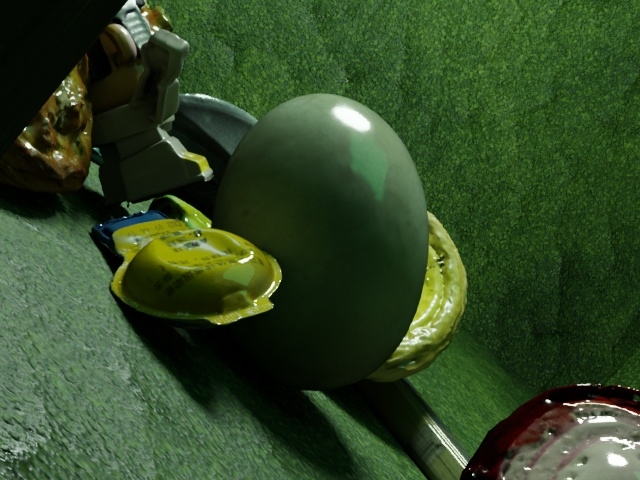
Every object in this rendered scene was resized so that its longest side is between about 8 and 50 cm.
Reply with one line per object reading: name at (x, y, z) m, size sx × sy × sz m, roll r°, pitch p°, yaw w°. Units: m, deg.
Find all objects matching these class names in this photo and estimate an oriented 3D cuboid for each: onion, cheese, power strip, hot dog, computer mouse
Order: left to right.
hot dog at (-0.309, -0.144, 1.221) m, size 0.272 × 0.122 × 0.196 m, roll -61°, pitch 146°, yaw -88°
cheese at (-0.146, 0.023, 1.221) m, size 0.177 × 0.069 × 0.270 m, roll -18°, pitch 33°, yaw -31°
computer mouse at (-0.176, -0.149, 1.914) m, size 0.203 × 0.114 × 0.374 m, roll 0°, pitch -30°, yaw 38°
power strip at (0.127, 0.244, 1.661) m, size 0.092 × 0.066 × 0.387 m, roll 39°, pitch 6°, yaw -46°
onion at (0.286, 0.309, 1.101) m, size 0.341 × 0.341 × 0.341 m, roll 42°, pitch 6°, yaw -6°

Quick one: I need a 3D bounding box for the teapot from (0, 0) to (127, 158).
teapot at (-0.275, -0.184, 0.826) m, size 0.270 × 0.337 × 0.200 m, roll 41°, pitch 6°, yaw -3°

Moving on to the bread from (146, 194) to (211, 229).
bread at (-0.167, 0.001, 1.448) m, size 0.130 × 0.071 × 0.139 m, roll 45°, pitch 5°, yaw -8°

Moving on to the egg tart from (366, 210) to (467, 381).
egg tart at (0.036, 0.061, 1.644) m, size 0.345 × 0.132 × 0.345 m, roll 13°, pitch 55°, yaw -20°

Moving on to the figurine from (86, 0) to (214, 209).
figurine at (-0.245, -0.183, 1.415) m, size 0.308 × 0.308 × 0.143 m, roll 43°, pitch 39°, yaw 9°

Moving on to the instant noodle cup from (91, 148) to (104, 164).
instant noodle cup at (-0.308, -0.161, 1.700) m, size 0.157 × 0.070 × 0.179 m, roll 44°, pitch 7°, yaw 33°

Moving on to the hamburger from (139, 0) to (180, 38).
hamburger at (-0.323, -0.305, 1.947) m, size 0.162 × 0.209 × 0.330 m, roll 42°, pitch 8°, yaw 1°

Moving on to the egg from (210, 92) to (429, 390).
egg at (0.000, 0.000, 1.366) m, size 0.258 × 0.352 × 0.258 m, roll 7°, pitch -18°, yaw 2°
